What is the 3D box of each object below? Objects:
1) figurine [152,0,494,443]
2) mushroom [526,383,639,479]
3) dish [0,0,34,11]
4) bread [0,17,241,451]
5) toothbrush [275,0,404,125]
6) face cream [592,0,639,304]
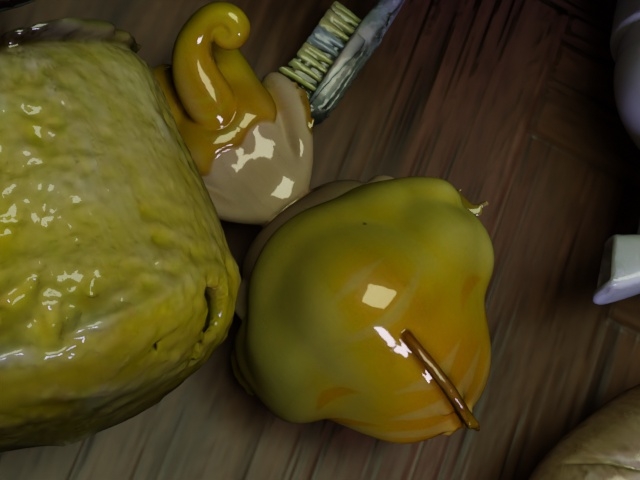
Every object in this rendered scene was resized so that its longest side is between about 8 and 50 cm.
[{"bbox_3d":[0.000,0.000,0.762,0.156,0.131,0.246,-41,81,-3],"label":"figurine"},{"bbox_3d":[0.243,0.133,0.809,0.286,0.156,0.151,8,57,2],"label":"mushroom"},{"bbox_3d":[-0.270,-0.165,0.710,0.243,0.080,0.182,-15,84,-22],"label":"dish"},{"bbox_3d":[-0.135,0.009,0.663,0.197,0.197,0.170,-13,79,-23],"label":"bread"},{"bbox_3d":[0.082,-0.234,0.886,0.042,0.035,0.413,34,68,-8],"label":"toothbrush"},{"bbox_3d":[0.241,-0.126,0.867,0.145,0.145,0.369,20,73,-16],"label":"face cream"}]
